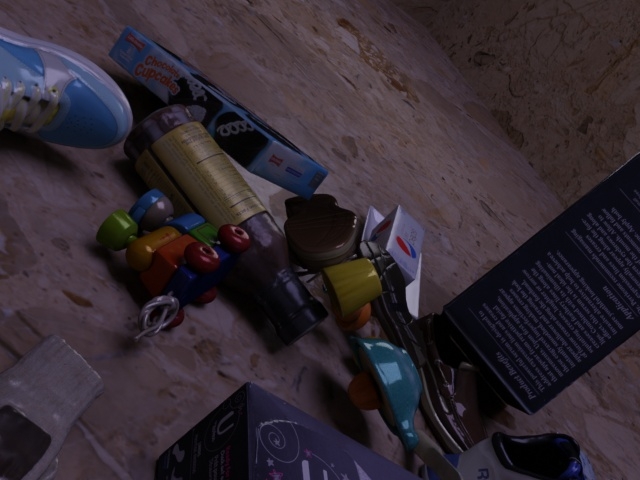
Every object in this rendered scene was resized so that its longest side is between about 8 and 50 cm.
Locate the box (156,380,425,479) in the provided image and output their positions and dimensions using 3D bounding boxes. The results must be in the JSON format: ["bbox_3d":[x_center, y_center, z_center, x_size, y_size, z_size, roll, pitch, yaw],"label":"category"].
[{"bbox_3d":[-0.015,0.273,0.797,0.247,0.142,0.163,34,26,-27],"label":"box"}]

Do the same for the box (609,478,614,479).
[{"bbox_3d":[0.576,0.493,1.621,0.083,0.018,0.067,32,27,-31],"label":"box"}]

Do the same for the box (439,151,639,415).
[{"bbox_3d":[0.411,0.080,1.423,0.212,0.395,0.293,52,1,9],"label":"box"}]

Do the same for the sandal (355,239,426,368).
[{"bbox_3d":[0.093,0.097,1.276,0.090,0.060,0.219,11,52,-51],"label":"sandal"}]

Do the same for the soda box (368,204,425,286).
[{"bbox_3d":[0.121,0.020,1.453,0.069,0.074,0.216,43,24,-7],"label":"soda box"}]

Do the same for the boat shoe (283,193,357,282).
[{"bbox_3d":[0.000,0.000,1.249,0.285,0.105,0.089,-100,-175,-75],"label":"boat shoe"}]

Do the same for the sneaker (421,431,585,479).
[{"bbox_3d":[0.304,0.368,1.146,0.315,0.182,0.127,44,25,-8],"label":"sneaker"}]

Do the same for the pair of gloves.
[{"bbox_3d":[-0.304,0.110,0.691,0.240,0.042,0.204,40,27,-11],"label":"pair of gloves"}]

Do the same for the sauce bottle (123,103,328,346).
[{"bbox_3d":[-0.121,-0.016,1.131,0.344,0.111,0.111,54,24,6],"label":"sauce bottle"}]

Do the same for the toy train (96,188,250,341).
[{"bbox_3d":[-0.194,0.020,0.966,0.143,0.105,0.248,38,23,7],"label":"toy train"}]

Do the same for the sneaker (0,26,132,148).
[{"bbox_3d":[-0.352,-0.141,0.917,0.319,0.127,0.208,22,30,-27],"label":"sneaker"}]

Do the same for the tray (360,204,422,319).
[{"bbox_3d":[0.121,0.040,1.555,0.145,0.030,0.270,41,24,-11],"label":"tray"}]

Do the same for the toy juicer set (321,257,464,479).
[{"bbox_3d":[0.076,0.193,1.141,0.209,0.090,0.329,110,-44,-77],"label":"toy juicer set"}]

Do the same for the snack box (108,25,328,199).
[{"bbox_3d":[-0.150,-0.188,1.282,0.322,0.060,0.187,40,8,24],"label":"snack box"}]

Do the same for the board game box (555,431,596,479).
[{"bbox_3d":[0.461,0.405,1.563,0.090,0.020,0.090,40,24,-18],"label":"board game box"}]

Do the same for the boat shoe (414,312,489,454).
[{"bbox_3d":[0.201,0.221,1.315,0.095,0.095,0.257,18,36,-49],"label":"boat shoe"}]
